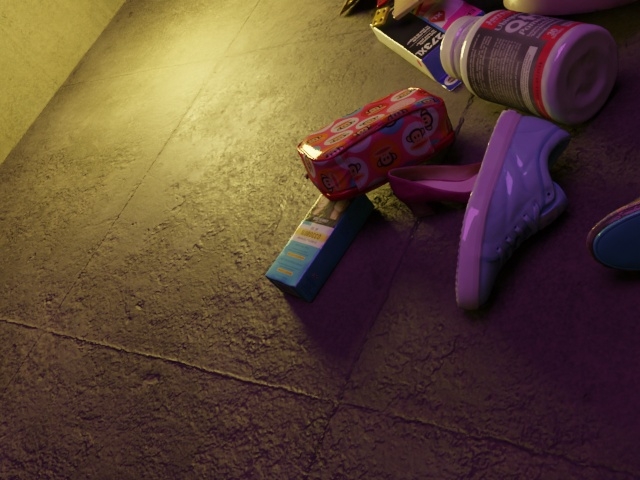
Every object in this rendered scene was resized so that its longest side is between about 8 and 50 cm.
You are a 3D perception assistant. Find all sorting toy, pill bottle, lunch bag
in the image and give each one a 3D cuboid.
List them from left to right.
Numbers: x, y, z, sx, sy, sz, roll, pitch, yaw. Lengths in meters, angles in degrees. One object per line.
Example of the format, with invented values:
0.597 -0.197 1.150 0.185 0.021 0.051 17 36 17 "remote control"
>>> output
0.099 -0.206 1.485 0.293 0.120 0.258 -27 24 -5 "lunch bag"
0.231 -0.589 1.730 0.274 0.046 0.132 -25 48 44 "sorting toy"
0.378 -0.339 1.388 0.176 0.176 0.318 -48 39 -7 "pill bottle"

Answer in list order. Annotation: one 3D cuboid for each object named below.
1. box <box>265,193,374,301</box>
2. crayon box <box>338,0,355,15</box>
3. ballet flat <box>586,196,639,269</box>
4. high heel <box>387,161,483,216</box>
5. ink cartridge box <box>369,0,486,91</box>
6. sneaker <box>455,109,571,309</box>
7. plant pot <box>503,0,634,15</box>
0.000 0.000 1.482 0.100 0.060 0.244 16 66 46 "box"
0.150 -0.764 1.973 0.318 0.081 0.202 -46 6 -6 "crayon box"
0.556 -0.047 1.039 0.348 0.123 0.123 -20 44 26 "ballet flat"
0.248 -0.122 1.343 0.244 0.117 0.082 -15 46 30 "high heel"
0.268 -0.486 1.711 0.175 0.069 0.371 -39 41 3 "ink cartridge box"
0.325 -0.049 1.209 0.150 0.135 0.366 14 75 19 "sneaker"
0.493 -0.570 1.414 0.284 0.191 0.284 -9 31 6 "plant pot"
